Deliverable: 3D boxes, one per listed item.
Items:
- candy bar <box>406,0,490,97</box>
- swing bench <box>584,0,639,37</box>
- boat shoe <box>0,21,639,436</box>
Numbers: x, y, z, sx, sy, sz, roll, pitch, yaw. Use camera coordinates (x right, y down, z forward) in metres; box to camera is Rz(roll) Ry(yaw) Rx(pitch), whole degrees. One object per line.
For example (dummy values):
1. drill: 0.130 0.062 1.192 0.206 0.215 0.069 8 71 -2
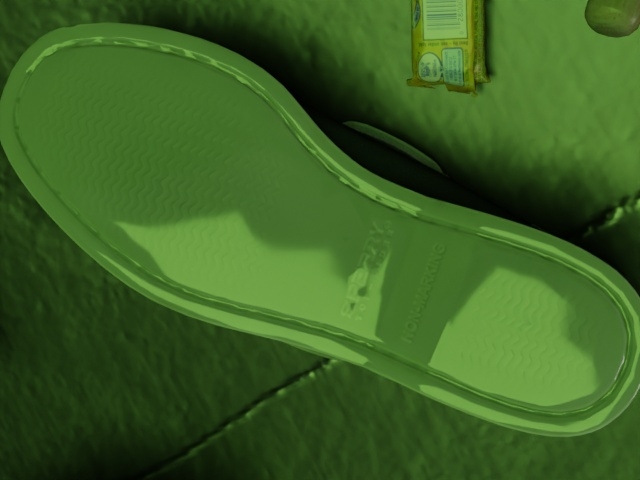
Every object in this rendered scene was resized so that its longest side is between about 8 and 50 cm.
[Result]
1. candy bar: 0.054 -0.141 0.682 0.040 0.018 0.161 0 105 9
2. swing bench: 0.254 -0.155 0.526 0.253 0.165 0.255 17 94 19
3. boat shoe: 0.000 0.000 0.698 0.302 0.091 0.114 31 91 8
